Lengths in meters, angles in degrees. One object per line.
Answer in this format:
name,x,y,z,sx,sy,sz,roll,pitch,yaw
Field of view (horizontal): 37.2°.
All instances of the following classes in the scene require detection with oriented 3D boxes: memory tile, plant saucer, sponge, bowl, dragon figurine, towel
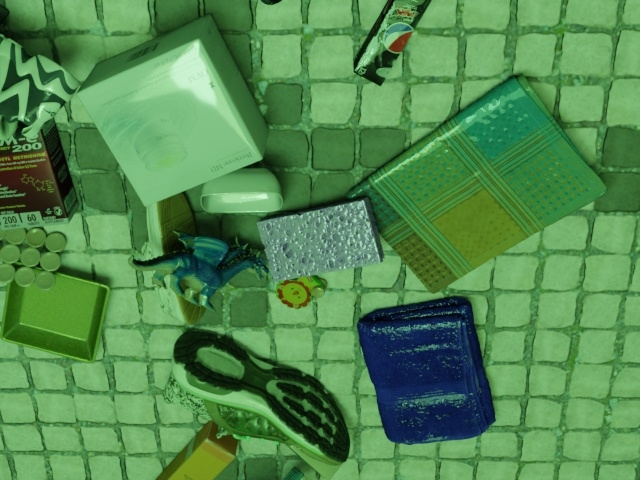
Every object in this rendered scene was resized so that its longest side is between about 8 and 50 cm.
memory tile,-0.547,0.028,1.740,0.148,0.012,0.113,11,76,-3
plant saucer,-0.502,0.129,1.816,0.188,0.045,0.188,16,119,-5
sponge,0.000,0.000,1.690,0.210,0.031,0.117,-11,100,21
bowl,-0.135,-0.087,1.638,0.142,0.142,0.053,-1,78,-3
dragon figurine,-0.215,0.030,1.641,0.289,0.085,0.144,31,78,-42
towel,0.207,0.263,1.839,0.227,0.076,0.308,-11,118,8
towel,0.269,-0.089,1.660,0.370,0.040,0.271,-33,112,22

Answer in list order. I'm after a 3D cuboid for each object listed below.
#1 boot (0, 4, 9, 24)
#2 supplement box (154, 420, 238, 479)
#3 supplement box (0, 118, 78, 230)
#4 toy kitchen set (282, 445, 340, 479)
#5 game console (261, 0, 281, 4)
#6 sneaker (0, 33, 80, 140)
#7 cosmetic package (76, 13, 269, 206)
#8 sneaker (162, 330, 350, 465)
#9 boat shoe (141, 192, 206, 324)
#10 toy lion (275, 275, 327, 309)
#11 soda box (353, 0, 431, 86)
boot,-0.710,-0.454,1.412,0.445,0.367,0.146,28,101,-37
supplement box,-0.266,0.477,1.985,0.078,0.080,0.233,35,114,-15
supplement box,-0.517,-0.142,1.648,0.130,0.073,0.239,-6,118,7
toy kitchen set,-0.089,0.485,1.990,0.122,0.166,0.207,47,75,-21
game console,-0.026,-0.529,1.355,0.173,0.250,0.293,-7,122,38
sneaker,-0.507,-0.237,1.511,0.235,0.094,0.153,28,83,19
cosmetic package,-0.234,-0.210,1.559,0.224,0.138,0.225,-21,118,14
sneaker,-0.132,0.335,1.877,0.410,0.158,0.182,31,129,-8
boat shoe,-0.283,0.025,1.719,0.096,0.098,0.277,8,118,30
toy lion,-0.044,0.082,1.778,0.096,0.034,0.100,-20,117,22
soda box,0.114,-0.334,1.514,0.053,0.060,0.169,25,118,-12
